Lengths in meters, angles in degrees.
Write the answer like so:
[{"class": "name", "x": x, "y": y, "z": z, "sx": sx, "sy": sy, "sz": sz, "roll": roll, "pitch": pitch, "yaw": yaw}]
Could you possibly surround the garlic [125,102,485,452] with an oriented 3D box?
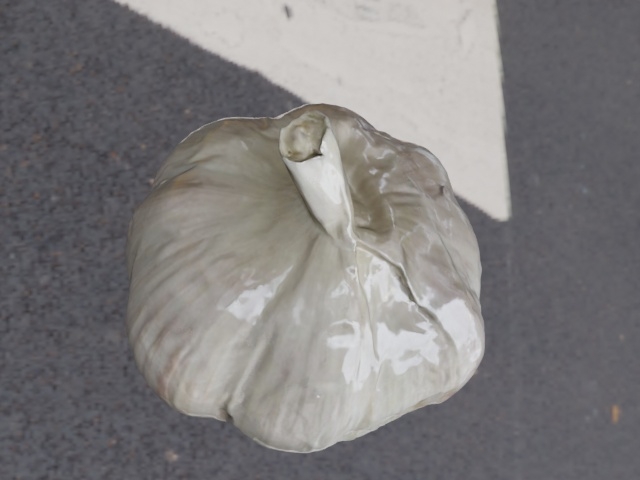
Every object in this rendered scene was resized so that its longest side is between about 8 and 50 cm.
[{"class": "garlic", "x": 0.000, "y": 0.000, "z": 0.663, "sx": 0.212, "sy": 0.218, "sz": 0.219, "roll": 105, "pitch": 5, "yaw": -60}]
